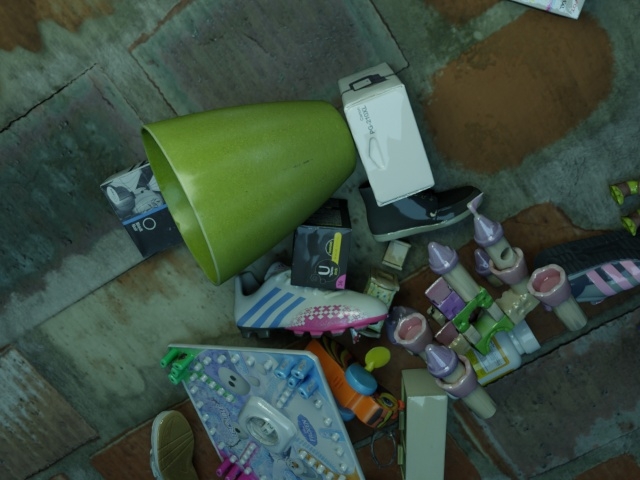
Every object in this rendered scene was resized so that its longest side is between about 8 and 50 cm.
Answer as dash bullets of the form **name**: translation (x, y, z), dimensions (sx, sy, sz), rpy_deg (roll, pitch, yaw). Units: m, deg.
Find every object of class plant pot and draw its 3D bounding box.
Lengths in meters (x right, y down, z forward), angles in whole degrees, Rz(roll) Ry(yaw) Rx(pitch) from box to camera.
- **plant pot**: translation (-0.098, -0.111, 1.056), dimensions (0.293, 0.274, 0.275), rpy_deg (-26, 113, -17)

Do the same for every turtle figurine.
- **turtle figurine**: translation (0.660, -0.112, 1.200), dimensions (0.217, 0.087, 0.270), rpy_deg (-23, 120, 17)

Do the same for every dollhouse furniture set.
- **dollhouse furniture set**: translation (0.071, 0.070, 1.255), dimensions (0.160, 0.101, 0.182), rpy_deg (19, 104, 0)

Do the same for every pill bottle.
- **pill bottle**: translation (0.336, 0.230, 1.325), dimensions (0.208, 0.118, 0.118), rpy_deg (-31, 110, 12)

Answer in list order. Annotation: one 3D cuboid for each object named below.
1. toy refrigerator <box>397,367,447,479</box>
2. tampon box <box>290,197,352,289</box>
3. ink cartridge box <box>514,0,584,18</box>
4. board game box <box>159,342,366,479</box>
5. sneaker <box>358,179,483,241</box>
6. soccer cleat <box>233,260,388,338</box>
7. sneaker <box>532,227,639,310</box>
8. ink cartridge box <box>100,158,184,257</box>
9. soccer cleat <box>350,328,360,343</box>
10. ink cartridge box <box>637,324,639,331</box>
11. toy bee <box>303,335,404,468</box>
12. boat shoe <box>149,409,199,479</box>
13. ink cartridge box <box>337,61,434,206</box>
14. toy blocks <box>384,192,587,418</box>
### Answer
- **toy refrigerator**: translation (0.219, 0.422, 1.414), dimensions (0.094, 0.102, 0.270), rpy_deg (-3, 114, 0)
- **tampon box**: translation (0.000, 0.000, 1.198), dimensions (0.101, 0.161, 0.121), rpy_deg (5, 114, -3)
- **ink cartridge box**: translation (0.376, -0.426, 1.060), dimensions (0.143, 0.090, 0.092), rpy_deg (14, 112, -6)
- **board game box**: translation (-0.119, 0.389, 1.320), dimensions (0.389, 0.050, 0.390), rpy_deg (-4, 117, 34)
- **sneaker**: translation (0.187, -0.083, 1.207), dimensions (0.221, 0.083, 0.118), rpy_deg (-19, 112, 8)
- **soccer cleat**: translation (-0.034, 0.107, 1.214), dimensions (0.331, 0.116, 0.143), rpy_deg (-7, 90, 30)
- **sneaker**: translation (0.578, 0.060, 1.276), dimensions (0.318, 0.112, 0.131), rpy_deg (-9, 130, 6)
- **ink cartridge box**: translation (-0.222, -0.104, 1.205), dimensions (0.332, 0.065, 0.166), rpy_deg (-23, 111, 8)
- **soccer cleat**: translation (0.068, 0.176, 1.348), dimensions (0.035, 0.029, 0.083), rpy_deg (6, 110, 6)
- **ink cartridge box**: translation (0.806, 0.284, 1.271), dimensions (0.151, 0.270, 0.395), rpy_deg (-39, 109, 13)
- **toy bee**: translation (0.086, 0.325, 1.316), dimensions (0.195, 0.299, 0.162), rpy_deg (-35, 148, 30)
- **boat shoe**: translation (-0.340, 0.483, 1.435), dimensions (0.096, 0.098, 0.277), rpy_deg (21, 124, 37)
- **ink cartridge box**: translation (0.104, -0.185, 1.078), dimensions (0.100, 0.237, 0.172), rpy_deg (-19, 112, 7)
- **toy blocks**: translation (0.241, 0.095, 1.157), dimensions (0.288, 0.309, 0.260), rpy_deg (-44, 118, -1)
